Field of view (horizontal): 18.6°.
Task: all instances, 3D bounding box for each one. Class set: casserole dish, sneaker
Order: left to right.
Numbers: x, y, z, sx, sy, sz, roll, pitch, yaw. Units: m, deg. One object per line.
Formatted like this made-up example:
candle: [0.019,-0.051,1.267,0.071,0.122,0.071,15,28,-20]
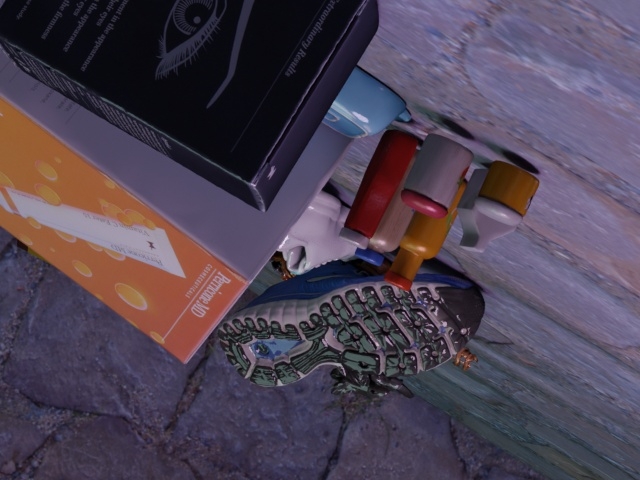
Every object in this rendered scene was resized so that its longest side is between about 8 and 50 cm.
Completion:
casserole dish: [-0.017,-0.132,1.517,0.188,0.037,0.114,32,174,-10]
sneaker: [0.000,0.000,2.147,0.080,0.094,0.212,26,178,29]
sneaker: [0.042,0.071,2.227,0.330,0.147,0.129,-6,122,34]

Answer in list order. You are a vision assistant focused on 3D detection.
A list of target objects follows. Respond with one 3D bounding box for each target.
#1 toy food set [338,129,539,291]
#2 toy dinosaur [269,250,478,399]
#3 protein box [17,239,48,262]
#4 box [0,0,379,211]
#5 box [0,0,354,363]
toy food set: [0.084,-0.017,1.538,0.111,0.104,0.232,27,176,-15]
toy dinosaur: [0.052,0.087,2.400,0.322,0.164,0.218,54,174,42]
protein box: [-0.265,-0.041,2.542,0.201,0.136,0.200,-1,-170,-28]
box: [-0.087,-0.137,1.284,0.207,0.153,0.108,32,174,7]
box: [-0.179,-0.089,1.625,0.345,0.168,0.215,36,152,-2]
